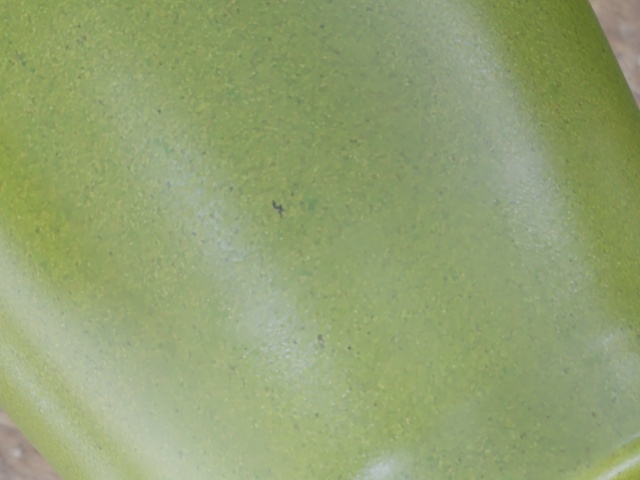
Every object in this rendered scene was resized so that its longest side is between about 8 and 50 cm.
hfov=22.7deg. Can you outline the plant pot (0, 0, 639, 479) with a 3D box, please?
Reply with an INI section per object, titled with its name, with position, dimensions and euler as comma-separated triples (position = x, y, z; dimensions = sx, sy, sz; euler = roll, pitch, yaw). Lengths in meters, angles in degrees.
[plant pot]
position = 0.000, 0.000, 0.695
dimensions = 0.366, 0.366, 0.353
euler = -38, 68, 11
